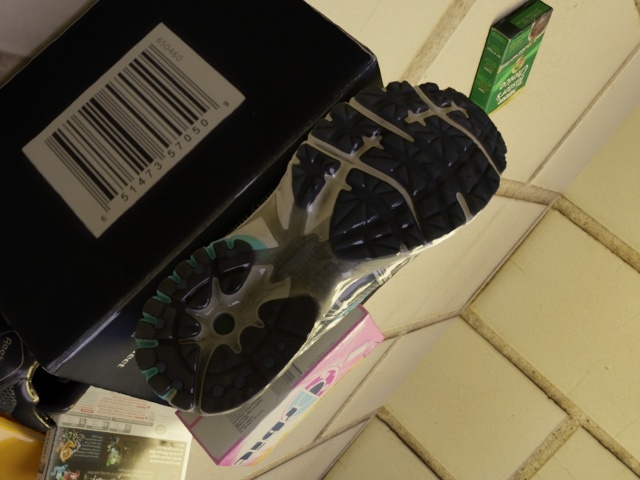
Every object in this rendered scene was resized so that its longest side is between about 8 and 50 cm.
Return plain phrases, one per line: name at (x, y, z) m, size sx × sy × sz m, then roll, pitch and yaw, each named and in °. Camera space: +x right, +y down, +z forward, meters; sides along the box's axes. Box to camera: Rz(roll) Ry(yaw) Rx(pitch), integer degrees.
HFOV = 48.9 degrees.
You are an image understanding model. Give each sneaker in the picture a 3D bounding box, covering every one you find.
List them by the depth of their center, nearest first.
sneaker at (0.000, 0.000, 0.472) m, size 0.283 × 0.110 × 0.122 m, roll -37°, pitch 173°, yaw -15°
sneaker at (-0.265, 0.110, 0.592) m, size 0.227 × 0.130 × 0.087 m, roll -28°, pitch -144°, yaw 59°

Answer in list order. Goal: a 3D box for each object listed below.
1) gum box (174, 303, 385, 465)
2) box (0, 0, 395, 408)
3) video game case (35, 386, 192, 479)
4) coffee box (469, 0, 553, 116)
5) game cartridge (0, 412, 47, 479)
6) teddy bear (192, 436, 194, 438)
gum box at (-0.034, 0.123, 0.636) m, size 0.188 × 0.062 × 0.107 m, roll -44°, pitch 158°, yaw -5°
box at (-0.092, -0.019, 0.653) m, size 0.293 × 0.212 × 0.395 m, roll -44°, pitch 157°, yaw -6°
video game case at (-0.229, 0.235, 0.816) m, size 0.190 × 0.022 × 0.173 m, roll 26°, pitch 65°, yaw -46°
coffee box at (0.302, -0.286, 1.131) m, size 0.113 × 0.040 × 0.184 m, roll -37°, pitch 156°, yaw -23°
game cartridge at (-0.388, 0.346, 0.807) m, size 0.324 × 0.053 × 0.285 m, roll -46°, pitch 129°, yaw 3°
teddy bear at (-0.180, 0.239, 1.079) m, size 0.338 × 0.113 × 0.245 m, roll -43°, pitch 160°, yaw -8°
